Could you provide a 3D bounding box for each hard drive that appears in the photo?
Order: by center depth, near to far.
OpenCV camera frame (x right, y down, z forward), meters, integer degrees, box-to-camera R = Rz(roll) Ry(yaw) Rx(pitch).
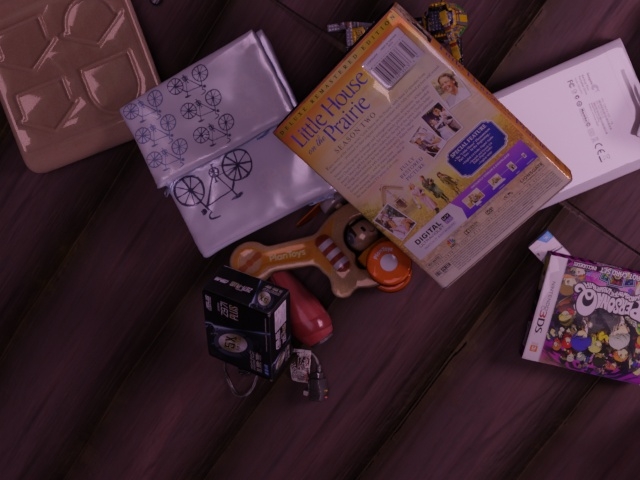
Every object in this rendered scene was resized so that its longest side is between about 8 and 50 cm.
[{"bbox_3d":[0.424,-0.191,1.826,0.353,0.047,0.233,-23,94,11],"label":"hard drive"}]

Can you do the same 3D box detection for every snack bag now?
[{"bbox_3d":[-0.173,-0.169,1.847,0.323,0.037,0.342,-26,91,17],"label":"snack bag"}]

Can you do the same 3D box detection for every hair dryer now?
[{"bbox_3d":[-0.087,0.180,1.948,0.224,0.080,0.293,5,99,9],"label":"hair dryer"}]

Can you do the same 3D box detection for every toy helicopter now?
[{"bbox_3d":[0.000,0.000,1.875,0.355,0.140,0.234,-11,80,4],"label":"toy helicopter"}]

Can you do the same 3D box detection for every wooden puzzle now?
[{"bbox_3d":[-0.482,-0.341,1.942,0.322,0.080,0.347,-19,99,12],"label":"wooden puzzle"}]

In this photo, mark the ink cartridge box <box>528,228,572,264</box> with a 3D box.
[{"bbox_3d":[0.436,0.026,1.865,0.048,0.028,0.083,-44,90,13],"label":"ink cartridge box"}]

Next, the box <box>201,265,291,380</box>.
[{"bbox_3d":[-0.136,0.156,1.861,0.147,0.077,0.180,20,134,21],"label":"box"}]

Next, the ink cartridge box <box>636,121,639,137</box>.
[{"bbox_3d":[0.715,-0.258,1.723,0.275,0.060,0.238,17,92,16],"label":"ink cartridge box"}]

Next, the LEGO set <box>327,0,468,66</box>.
[{"bbox_3d":[0.138,-0.273,1.758,0.255,0.192,0.331,8,102,28],"label":"LEGO set"}]

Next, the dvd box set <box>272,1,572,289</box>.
[{"bbox_3d":[0.172,-0.152,1.699,0.420,0.062,0.307,41,115,-9],"label":"dvd box set"}]

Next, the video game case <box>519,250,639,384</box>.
[{"bbox_3d":[0.510,0.144,1.848,0.232,0.042,0.210,13,104,1],"label":"video game case"}]
